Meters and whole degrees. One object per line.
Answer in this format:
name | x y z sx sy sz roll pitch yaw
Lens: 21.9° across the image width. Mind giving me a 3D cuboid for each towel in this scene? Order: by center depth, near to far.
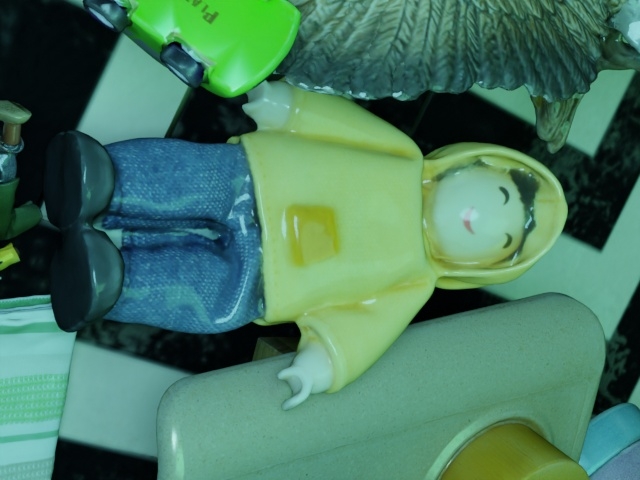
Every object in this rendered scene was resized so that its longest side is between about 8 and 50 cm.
towel | -0.183 0.104 0.870 0.113 0.023 0.152 -3 113 -38

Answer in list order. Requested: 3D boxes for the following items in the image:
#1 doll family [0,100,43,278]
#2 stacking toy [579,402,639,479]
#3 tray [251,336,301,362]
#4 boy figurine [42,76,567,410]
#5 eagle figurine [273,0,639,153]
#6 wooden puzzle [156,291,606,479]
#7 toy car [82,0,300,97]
doll family | -0.208 0.000 0.769 0.193 0.076 0.111 -4 117 -34
stacking toy | 0.252 0.163 1.244 0.309 0.130 0.279 -35 155 -19
tray | 0.009 0.264 1.076 0.203 0.076 0.410 2 108 -41
boy figurine | 0.000 0.000 0.873 0.285 0.092 0.177 0 83 -23
eagle figurine | 0.069 -0.154 0.846 0.225 0.226 0.298 -46 141 14
wooden puzzle | 0.039 0.224 0.975 0.322 0.080 0.347 -10 117 -36
toy car | -0.108 -0.137 0.718 0.239 0.225 0.053 -51 175 -9
